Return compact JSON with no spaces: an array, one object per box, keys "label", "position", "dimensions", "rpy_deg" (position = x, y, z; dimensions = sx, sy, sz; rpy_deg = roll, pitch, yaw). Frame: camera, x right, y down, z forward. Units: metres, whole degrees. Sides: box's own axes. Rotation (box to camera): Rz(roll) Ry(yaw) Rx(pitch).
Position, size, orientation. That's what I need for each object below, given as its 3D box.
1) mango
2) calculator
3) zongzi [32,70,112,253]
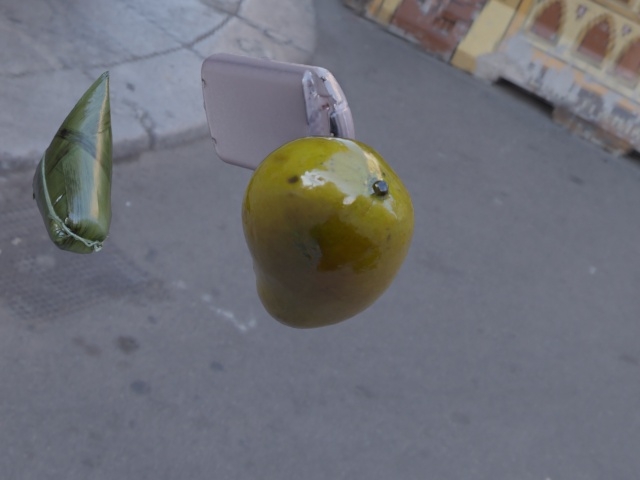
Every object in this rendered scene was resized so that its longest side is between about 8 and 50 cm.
[{"label":"mango","position":[0.000,0.000,0.610],"dimensions":[0.103,0.161,0.076],"rpy_deg":[18,51,0]},{"label":"calculator","position":[-0.041,-0.100,0.822],"dimensions":[0.032,0.100,0.175],"rpy_deg":[-28,32,-36]},{"label":"zongzi","position":[-0.165,-0.057,0.722],"dimensions":[0.052,0.113,0.104],"rpy_deg":[20,17,-36]}]
